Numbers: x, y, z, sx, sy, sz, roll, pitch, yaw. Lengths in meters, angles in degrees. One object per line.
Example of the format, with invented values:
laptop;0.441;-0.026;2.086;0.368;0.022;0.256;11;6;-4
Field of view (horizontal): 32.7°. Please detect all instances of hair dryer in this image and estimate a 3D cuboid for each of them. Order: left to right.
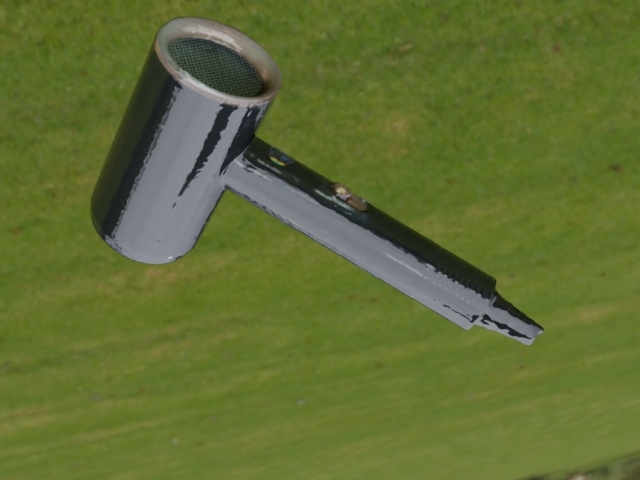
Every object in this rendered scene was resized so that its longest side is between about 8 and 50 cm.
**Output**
hair dryer;0.000;0.000;0.590;0.128;0.255;0.070;-56;-177;36
